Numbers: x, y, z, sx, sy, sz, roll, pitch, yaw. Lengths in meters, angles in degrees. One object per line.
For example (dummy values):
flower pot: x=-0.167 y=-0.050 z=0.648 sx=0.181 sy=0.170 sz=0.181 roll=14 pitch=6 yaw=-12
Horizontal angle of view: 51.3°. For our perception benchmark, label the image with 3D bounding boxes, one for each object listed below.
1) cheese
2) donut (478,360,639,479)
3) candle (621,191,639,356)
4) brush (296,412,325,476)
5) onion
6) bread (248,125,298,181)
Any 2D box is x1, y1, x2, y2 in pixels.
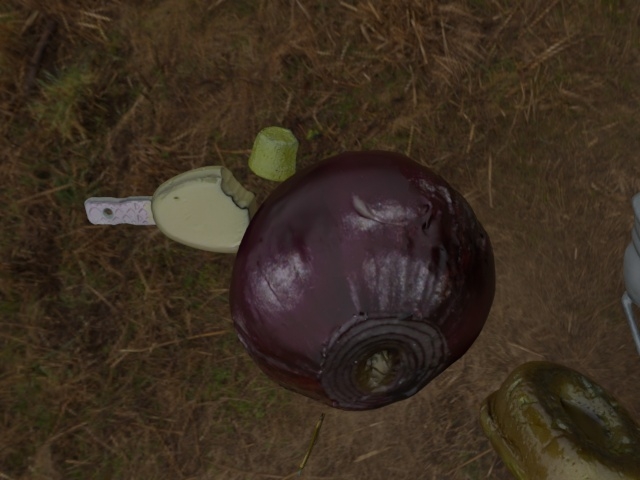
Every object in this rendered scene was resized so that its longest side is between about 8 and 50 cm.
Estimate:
cheese: x=-0.212 y=-0.044 z=0.934 sx=0.255 sy=0.050 sz=0.127 roll=1 pitch=119 yaw=10
donut: x=0.360 y=0.290 z=0.955 sx=0.261 sy=0.208 sz=0.128 roll=59 pitch=137 yaw=49
candle: x=0.484 y=-0.007 z=0.741 sx=0.342 sy=0.221 sz=0.221 roll=-31 pitch=70 yaw=27
brush: x=-0.016 y=0.405 z=1.345 sx=0.010 sy=0.218 sz=0.083 roll=25 pitch=51 yaw=10
onion: x=0.025 y=0.040 z=0.804 sx=0.336 sy=0.260 sz=0.282 roll=-27 pitch=40 yaw=24
bread: x=-0.113 y=-0.208 z=1.618 sx=0.129 sy=0.111 sz=0.114 roll=53 pitch=134 yaw=51
